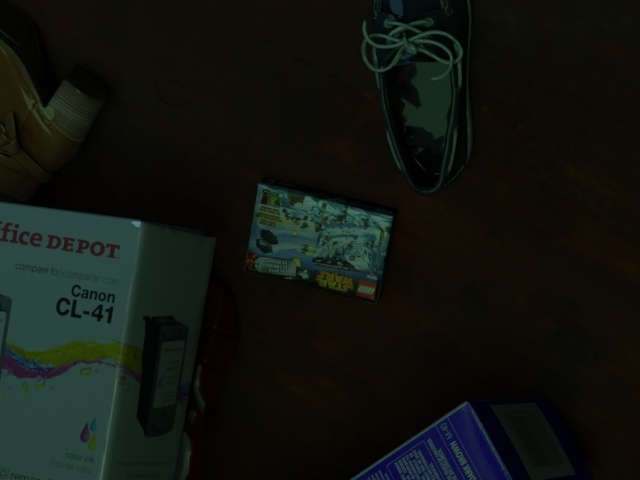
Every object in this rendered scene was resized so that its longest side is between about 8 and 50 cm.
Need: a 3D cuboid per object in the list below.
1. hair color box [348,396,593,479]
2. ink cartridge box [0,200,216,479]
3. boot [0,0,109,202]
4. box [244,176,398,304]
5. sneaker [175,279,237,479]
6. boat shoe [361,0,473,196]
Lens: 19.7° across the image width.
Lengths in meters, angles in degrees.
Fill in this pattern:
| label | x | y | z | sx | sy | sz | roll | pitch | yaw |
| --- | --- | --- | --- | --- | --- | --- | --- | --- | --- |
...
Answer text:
| label | x | y | z | sx | sy | sz | roll | pitch | yaw |
| --- | --- | --- | --- | --- | --- | --- | --- | --- | --- |
| hair color box | 0.075 | 0.281 | 1.770 | 0.339 | 0.185 | 0.110 | -36 | 70 | 24 |
| ink cartridge box | -0.245 | 0.124 | 1.756 | 0.226 | 0.131 | 0.306 | 8 | 89 | 29 |
| boot | -0.318 | -0.140 | 1.796 | 0.197 | 0.073 | 0.152 | 41 | 118 | 0 |
| box | 0.000 | 0.000 | 1.785 | 0.137 | 0.027 | 0.094 | 14 | 111 | 10 |
| sneaker | -0.168 | 0.139 | 1.838 | 0.128 | 0.087 | 0.221 | 10 | 80 | 36 |
| boat shoe | 0.087 | -0.166 | 1.674 | 0.095 | 0.079 | 0.255 | 1 | 110 | 14 |
